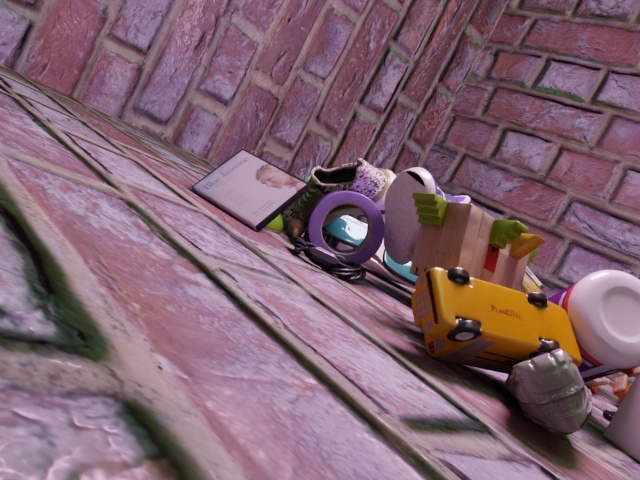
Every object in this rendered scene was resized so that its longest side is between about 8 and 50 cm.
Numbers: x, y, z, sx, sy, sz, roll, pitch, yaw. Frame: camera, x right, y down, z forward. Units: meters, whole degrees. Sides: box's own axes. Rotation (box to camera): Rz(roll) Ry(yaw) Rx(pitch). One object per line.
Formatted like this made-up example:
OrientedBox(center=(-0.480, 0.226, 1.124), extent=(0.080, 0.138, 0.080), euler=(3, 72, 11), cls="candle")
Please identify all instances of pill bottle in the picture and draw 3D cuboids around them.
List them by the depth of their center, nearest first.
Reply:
OrientedBox(center=(0.511, 0.189, 1.236), extent=(0.182, 0.181, 0.323), euler=(27, -24, 1), cls="pill bottle")

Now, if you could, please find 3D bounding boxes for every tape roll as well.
OrientedBox(center=(0.061, -0.031, 1.553), extent=(0.189, 0.188, 0.080), euler=(27, 4, -6), cls="tape roll")

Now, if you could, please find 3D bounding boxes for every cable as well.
OrientedBox(center=(0.018, 0.047, 1.420), extent=(0.185, 0.047, 0.150), euler=(24, 1, -11), cls="cable")

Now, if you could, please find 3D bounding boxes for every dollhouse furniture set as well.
OrientedBox(center=(0.736, 0.285, 1.689), extent=(0.262, 0.259, 0.135), euler=(28, -28, -4), cls="dollhouse furniture set")

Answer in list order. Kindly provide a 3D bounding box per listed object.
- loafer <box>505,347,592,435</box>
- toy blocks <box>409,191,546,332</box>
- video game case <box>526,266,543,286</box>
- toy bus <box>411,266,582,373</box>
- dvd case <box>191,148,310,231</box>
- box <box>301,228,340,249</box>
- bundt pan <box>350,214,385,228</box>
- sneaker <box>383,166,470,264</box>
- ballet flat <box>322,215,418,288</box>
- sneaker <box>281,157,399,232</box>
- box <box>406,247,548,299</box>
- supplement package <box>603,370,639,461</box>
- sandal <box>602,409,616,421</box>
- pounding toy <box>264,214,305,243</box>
OrientedBox(center=(0.341, 0.234, 0.923), extent=(0.319, 0.112, 0.111), euler=(32, 37, -65), cls="loafer")
OrientedBox(center=(0.289, 0.089, 1.218), extent=(0.191, 0.260, 0.381), euler=(9, -9, 41), cls="toy blocks")
OrientedBox(center=(0.535, 0.074, 1.616), extent=(0.122, 0.011, 0.087), euler=(54, 13, 21), cls="video game case")
OrientedBox(center=(0.287, 0.146, 1.032), extent=(0.333, 0.130, 0.108), euler=(16, 52, -27), cls="toy bus")
OrientedBox(center=(-0.174, -0.131, 1.531), extent=(0.253, 0.180, 0.022), euler=(30, -29, 34), cls="dvd case")
OrientedBox(center=(0.000, 0.000, 1.699), extent=(0.062, 0.052, 0.083), euler=(29, 6, 38), cls="box")
OrientedBox(center=(0.224, 0.008, 1.988), extent=(0.331, 0.124, 0.331), euler=(26, -19, 9), cls="bundt pan")
OrientedBox(center=(0.281, -0.094, 1.528), extent=(0.130, 0.236, 0.322), euler=(45, -29, 28), cls="sneaker")
OrientedBox(center=(0.169, 0.040, 1.823), extent=(0.401, 0.139, 0.139), euler=(26, 5, -1), cls="ballet flat")
OrientedBox(center=(0.008, -0.145, 1.688), extent=(0.411, 0.158, 0.182), euler=(-14, -38, 33), cls="sneaker")
OrientedBox(center=(0.405, 0.105, 1.537), extent=(0.279, 0.177, 0.290), euler=(56, 18, 26), cls="box")
OrientedBox(center=(0.654, 0.265, 1.030), extent=(0.178, 0.292, 0.175), euler=(24, 6, -27), cls="supplement package")
OrientedBox(center=(0.684, 0.392, 1.346), extent=(0.179, 0.040, 0.067), euler=(24, 6, -30), cls="sandal")
OrientedBox(center=(-0.137, -0.096, 1.628), extent=(0.237, 0.110, 0.183), euler=(27, 5, -3), cls="pounding toy")
